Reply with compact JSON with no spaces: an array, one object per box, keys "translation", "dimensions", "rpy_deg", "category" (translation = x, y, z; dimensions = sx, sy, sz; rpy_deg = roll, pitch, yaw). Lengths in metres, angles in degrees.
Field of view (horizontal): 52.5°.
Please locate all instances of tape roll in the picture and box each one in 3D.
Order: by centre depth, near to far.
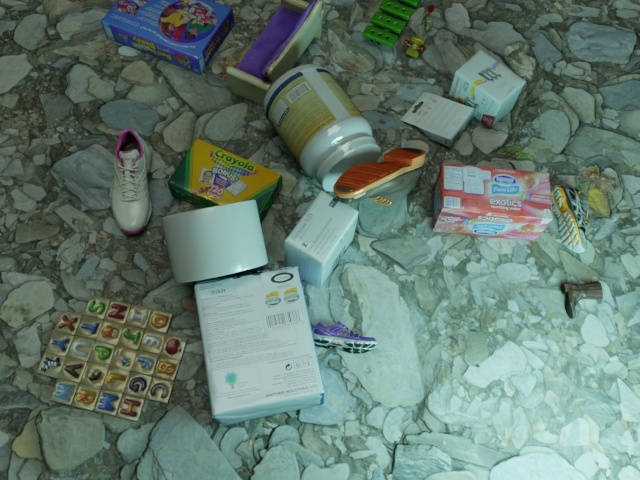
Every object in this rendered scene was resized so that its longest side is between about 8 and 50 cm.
[{"translation":[-0.267,-0.001,1.644],"dimensions":[0.246,0.246,0.169],"rpy_deg":[-12,94,-8],"category":"tape roll"}]

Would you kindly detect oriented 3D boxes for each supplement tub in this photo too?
[{"translation":[0.005,-0.318,1.841],"dimensions":[0.228,0.228,0.316],"rpy_deg":[-28,69,-15],"category":"supplement tub"}]

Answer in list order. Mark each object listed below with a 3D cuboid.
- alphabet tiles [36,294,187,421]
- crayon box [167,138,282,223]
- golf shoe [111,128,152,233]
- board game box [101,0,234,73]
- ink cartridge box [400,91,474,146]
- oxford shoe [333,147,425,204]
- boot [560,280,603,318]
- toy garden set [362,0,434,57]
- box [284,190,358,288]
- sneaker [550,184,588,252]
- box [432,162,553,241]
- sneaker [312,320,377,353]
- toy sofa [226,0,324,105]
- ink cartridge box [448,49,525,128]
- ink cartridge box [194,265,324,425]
[{"translation":[-0.526,0.293,1.647],"dimensions":[0.343,0.011,0.285],"rpy_deg":[12,64,4],"category":"alphabet tiles"},{"translation":[-0.267,-0.156,1.834],"dimensions":[0.278,0.081,0.165],"rpy_deg":[23,66,9],"category":"crayon box"},{"translation":[-0.533,-0.169,1.800],"dimensions":[0.115,0.140,0.306],"rpy_deg":[-5,66,-7],"category":"golf shoe"},{"translation":[-0.487,-0.700,2.088],"dimensions":[0.347,0.078,0.233],"rpy_deg":[23,66,9],"category":"board game box"},{"translation":[0.359,-0.374,1.997],"dimensions":[0.179,0.045,0.145],"rpy_deg":[26,66,30],"category":"ink cartridge box"},{"translation":[0.171,-0.146,1.752],"dimensions":[0.130,0.132,0.364],"rpy_deg":[19,32,38],"category":"oxford shoe"},{"translation":[0.716,0.160,1.749],"dimensions":[0.114,0.037,0.106],"rpy_deg":[0,66,-7],"category":"boot"},{"translation":[0.279,-0.714,2.144],"dimensions":[0.204,0.049,0.244],"rpy_deg":[25,65,11],"category":"toy garden set"},{"translation":[0.000,0.000,1.714],"dimensions":[0.119,0.182,0.181],"rpy_deg":[30,67,11],"category":"box"},{"translation":[0.718,-0.066,1.831],"dimensions":[0.083,0.084,0.215],"rpy_deg":[-2,63,-9],"category":"sneaker"},{"translation":[0.471,-0.106,1.805],"dimensions":[0.300,0.142,0.154],"rpy_deg":[5,64,0],"category":"box"},{"translation":[0.064,0.243,1.666],"dimensions":[0.170,0.068,0.071],"rpy_deg":[11,59,4],"category":"sneaker"},{"translation":[-0.135,-0.605,2.003],"dimensions":[0.150,0.177,0.362],"rpy_deg":[26,67,10],"category":"toy sofa"},{"translation":[0.504,-0.464,1.986],"dimensions":[0.127,0.128,0.176],"rpy_deg":[-42,72,-19],"category":"ink cartridge box"},{"translation":[-0.158,0.229,1.615],"dimensions":[0.270,0.151,0.395],"rpy_deg":[-10,67,-8],"category":"ink cartridge box"}]
